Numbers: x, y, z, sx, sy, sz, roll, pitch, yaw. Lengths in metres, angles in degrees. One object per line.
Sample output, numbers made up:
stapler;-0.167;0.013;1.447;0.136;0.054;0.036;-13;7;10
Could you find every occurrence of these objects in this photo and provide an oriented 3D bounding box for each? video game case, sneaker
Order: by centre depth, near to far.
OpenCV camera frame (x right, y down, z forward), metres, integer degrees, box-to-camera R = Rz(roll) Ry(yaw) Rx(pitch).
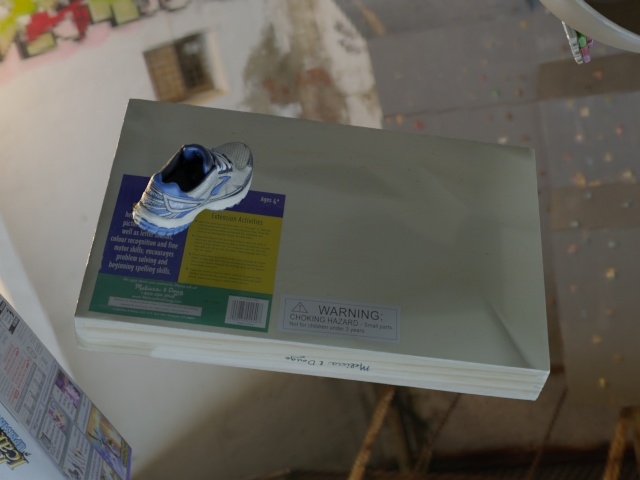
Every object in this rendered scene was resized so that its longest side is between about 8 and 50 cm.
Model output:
sneaker;-0.094;-0.054;0.948;0.052;0.058;0.135;31;-140;15
video game case;-0.295;0.189;1.208;0.061;0.244;0.269;-38;-168;0

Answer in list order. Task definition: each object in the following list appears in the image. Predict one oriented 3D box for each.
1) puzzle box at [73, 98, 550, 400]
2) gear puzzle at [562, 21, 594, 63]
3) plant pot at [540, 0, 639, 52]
puzzle box;0.000;0.000;1.081;0.409;0.052;0.272;7;-130;-2
gear puzzle;0.330;-0.339;1.561;0.044;0.175;0.339;-19;177;14
plant pot;0.264;-0.280;0.965;0.284;0.284;0.191;-18;-178;-9
